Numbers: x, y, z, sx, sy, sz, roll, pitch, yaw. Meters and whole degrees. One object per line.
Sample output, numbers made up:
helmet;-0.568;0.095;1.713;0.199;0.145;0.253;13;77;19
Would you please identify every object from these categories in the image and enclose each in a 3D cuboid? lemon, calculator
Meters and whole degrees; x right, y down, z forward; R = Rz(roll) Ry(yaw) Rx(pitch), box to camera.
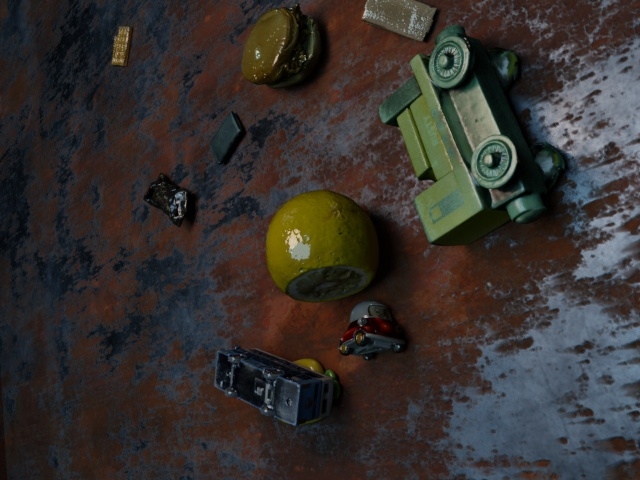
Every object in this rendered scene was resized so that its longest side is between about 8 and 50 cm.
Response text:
lemon;0.000;0.000;1.332;0.240;0.240;0.219;-35;53;37
calculator;-0.044;0.354;1.487;0.235;0.032;0.146;-28;69;41

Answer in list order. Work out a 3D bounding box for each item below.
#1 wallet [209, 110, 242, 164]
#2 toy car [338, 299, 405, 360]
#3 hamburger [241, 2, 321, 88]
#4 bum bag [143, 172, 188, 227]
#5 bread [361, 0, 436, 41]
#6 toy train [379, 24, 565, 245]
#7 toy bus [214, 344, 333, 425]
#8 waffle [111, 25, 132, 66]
wallet;-0.257;-0.280;1.738;0.129;0.026;0.088;-51;52;30
toy car;0.099;0.181;1.322;0.139;0.112;0.112;-32;51;48
hamburger;-0.099;-0.457;1.535;0.215;0.122;0.189;-10;74;47
bum bag;-0.453;-0.127;1.888;0.248;0.069;0.102;32;85;43
bread;0.168;-0.473;1.345;0.152;0.105;0.077;26;107;9
toy train;0.258;-0.185;1.156;0.253;0.160;0.397;-37;62;45
toy bus;-0.113;0.322;1.444;0.297;0.131;0.106;10;96;47
waffle;-0.679;-0.663;2.173;0.092;0.021;0.135;17;99;43
